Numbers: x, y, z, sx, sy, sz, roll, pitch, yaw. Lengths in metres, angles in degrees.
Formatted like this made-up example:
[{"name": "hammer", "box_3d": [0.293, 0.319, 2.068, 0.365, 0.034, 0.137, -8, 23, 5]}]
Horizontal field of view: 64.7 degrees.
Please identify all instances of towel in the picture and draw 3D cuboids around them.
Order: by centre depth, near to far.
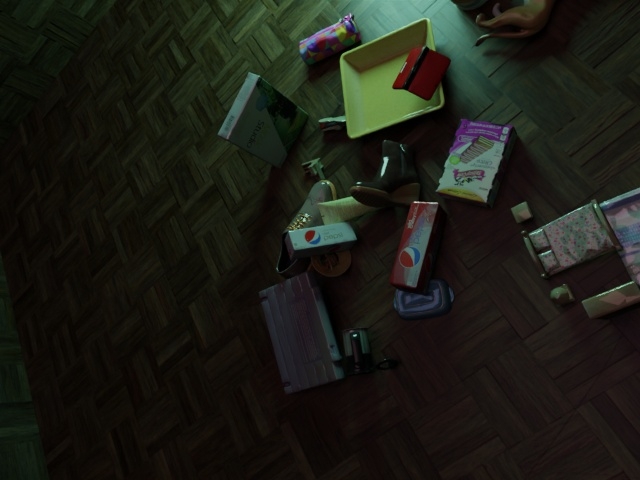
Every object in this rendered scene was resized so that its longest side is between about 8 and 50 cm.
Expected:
[{"name": "towel", "box_3d": [0.823, -0.005, 1.206, 0.209, 0.034, 0.284, -24, 67, 26]}]

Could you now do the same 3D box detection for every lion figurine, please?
[{"name": "lion figurine", "box_3d": [0.636, -0.717, 1.455, 0.240, 0.142, 0.392, 33, 111, 26]}]

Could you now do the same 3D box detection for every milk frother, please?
[{"name": "milk frother", "box_3d": [0.146, 0.329, 1.521, 0.143, 0.129, 0.134, -4, 72, -13]}]

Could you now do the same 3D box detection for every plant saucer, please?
[{"name": "plant saucer", "box_3d": [0.239, -0.516, 1.666, 0.333, 0.081, 0.332, -14, 71, 29]}]

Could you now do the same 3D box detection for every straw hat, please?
[{"name": "straw hat", "box_3d": [0.025, 0.068, 1.661, 0.061, 0.145, 0.144, 116, 138, -56]}]

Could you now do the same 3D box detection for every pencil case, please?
[{"name": "pencil case", "box_3d": [0.032, -0.730, 1.836, 0.237, 0.104, 0.104, -20, 68, 27]}]

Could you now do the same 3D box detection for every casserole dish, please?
[{"name": "casserole dish", "box_3d": [0.297, 0.172, 1.489, 0.189, 0.037, 0.114, -14, 71, 28]}]

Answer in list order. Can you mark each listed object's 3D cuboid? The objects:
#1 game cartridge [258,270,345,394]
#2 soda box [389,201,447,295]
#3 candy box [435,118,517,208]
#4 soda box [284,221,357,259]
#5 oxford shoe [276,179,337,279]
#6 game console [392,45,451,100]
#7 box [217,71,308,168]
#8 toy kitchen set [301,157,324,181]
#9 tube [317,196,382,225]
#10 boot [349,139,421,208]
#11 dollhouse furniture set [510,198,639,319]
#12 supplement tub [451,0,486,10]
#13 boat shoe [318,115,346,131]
[{"name": "game cartridge", "box_3d": [-0.062, 0.298, 1.639, 0.230, 0.068, 0.354, -24, 75, 27]}, {"name": "soda box", "box_3d": [0.288, 0.021, 1.479, 0.092, 0.083, 0.263, 8, 74, 36]}, {"name": "candy box", "box_3d": [0.452, -0.224, 1.467, 0.159, 0.071, 0.233, 18, 89, 33]}, {"name": "soda box", "box_3d": [0.000, 0.000, 1.615, 0.069, 0.216, 0.073, 118, 138, -56]}, {"name": "oxford shoe", "box_3d": [-0.046, -0.038, 1.694, 0.130, 0.133, 0.363, 15, 86, 34]}, {"name": "game console", "box_3d": [0.310, -0.515, 1.566, 0.144, 0.085, 0.124, -61, 26, 4]}, {"name": "box", "box_3d": [-0.190, -0.405, 1.762, 0.059, 0.322, 0.232, 31, 96, 29]}, {"name": "toy kitchen set", "box_3d": [-0.032, -0.236, 1.778, 0.075, 0.083, 0.068, -13, 113, 29]}, {"name": "tube", "box_3d": [0.112, -0.111, 1.636, 0.240, 0.062, 0.070, -17, 54, 18]}, {"name": "boot", "box_3d": [0.193, -0.207, 1.539, 0.090, 0.249, 0.206, -33, 55, 57]}, {"name": "dollhouse furniture set", "box_3d": [0.650, -0.002, 1.205, 0.303, 0.174, 0.355, -31, 65, 30]}, {"name": "supplement tub", "box_3d": [0.439, -0.815, 1.542, 0.145, 0.200, 0.144, -8, 74, 31]}, {"name": "boat shoe", "box_3d": [0.058, -0.409, 1.776, 0.137, 0.049, 0.043, 1, 121, 30]}]
